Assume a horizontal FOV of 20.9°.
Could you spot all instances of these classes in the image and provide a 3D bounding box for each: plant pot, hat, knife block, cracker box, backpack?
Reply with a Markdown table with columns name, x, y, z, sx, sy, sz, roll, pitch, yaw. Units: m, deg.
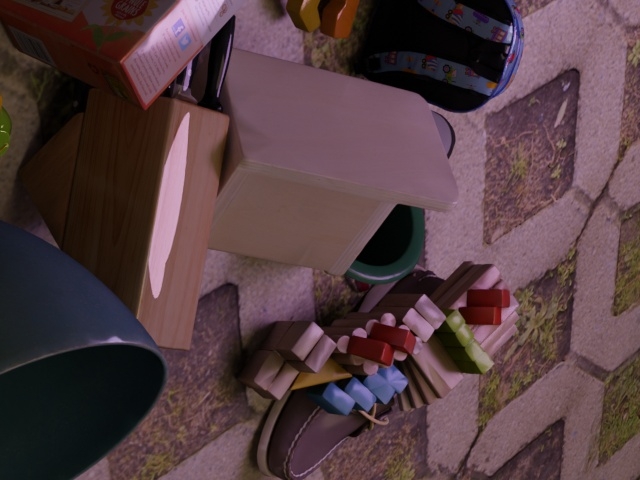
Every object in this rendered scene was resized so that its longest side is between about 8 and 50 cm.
| name | x | y | z | sx | sy | sz | roll | pitch | yaw |
| --- | --- | --- | --- | --- | --- | --- | --- | --- | --- |
| plant pot | -0.294 | 0.090 | 1.373 | 0.290 | 0.195 | 0.290 | -28 | 158 | -12 |
| hat | 0.000 | 0.000 | 1.928 | 0.208 | 0.183 | 0.173 | 49 | 49 | -10 |
| knife block | -0.132 | -0.076 | 1.493 | 0.242 | 0.275 | 0.088 | -41 | 154 | 21 |
| cracker box | -0.137 | -0.231 | 1.441 | 0.232 | 0.156 | 0.067 | -50 | 145 | -20 |
| backpack | 0.144 | -0.217 | 1.841 | 0.117 | 0.173 | 0.158 | -5 | 116 | -54 |

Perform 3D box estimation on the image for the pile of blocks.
| name | x | y | z | sx | sy | sz | roll | pitch | yaw |
| --- | --- | --- | --- | --- | --- | --- | --- | --- | --- |
| pile of blocks | 0.093 | 0.130 | 1.960 | 0.362 | 0.112 | 0.149 | -16 | 96 | -27 |

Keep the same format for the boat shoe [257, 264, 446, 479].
| name | x | y | z | sx | sy | sz | roll | pitch | yaw |
| --- | --- | --- | --- | --- | --- | --- | --- | --- | --- |
| boat shoe | 0.053 | 0.164 | 2.056 | 0.324 | 0.097 | 0.116 | -48 | 146 | -23 |

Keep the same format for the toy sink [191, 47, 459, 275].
| name | x | y | z | sx | sy | sz | roll | pitch | yaw |
| --- | --- | --- | --- | --- | --- | --- | --- | --- | --- |
| toy sink | -0.012 | -0.066 | 1.634 | 0.234 | 0.153 | 0.131 | 10 | 135 | -28 |

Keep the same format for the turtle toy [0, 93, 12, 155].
| name | x | y | z | sx | sy | sz | roll | pitch | yaw |
| --- | --- | --- | --- | --- | --- | --- | --- | --- | --- |
| turtle toy | -0.297 | -0.085 | 1.401 | 0.130 | 0.066 | 0.095 | -11 | 121 | -53 |

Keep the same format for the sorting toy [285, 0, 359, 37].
| name | x | y | z | sx | sy | sz | roll | pitch | yaw |
| --- | --- | --- | --- | --- | --- | --- | --- | --- | --- |
| sorting toy | 0.015 | -0.350 | 1.692 | 0.229 | 0.041 | 0.307 | -10 | 121 | -57 |

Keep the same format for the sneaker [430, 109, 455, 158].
| name | x | y | z | sx | sy | sz | roll | pitch | yaw |
| --- | --- | --- | --- | --- | --- | --- | --- | --- | --- |
| sneaker | 0.065 | -0.111 | 1.824 | 0.271 | 0.108 | 0.100 | -1 | 72 | -51 |
